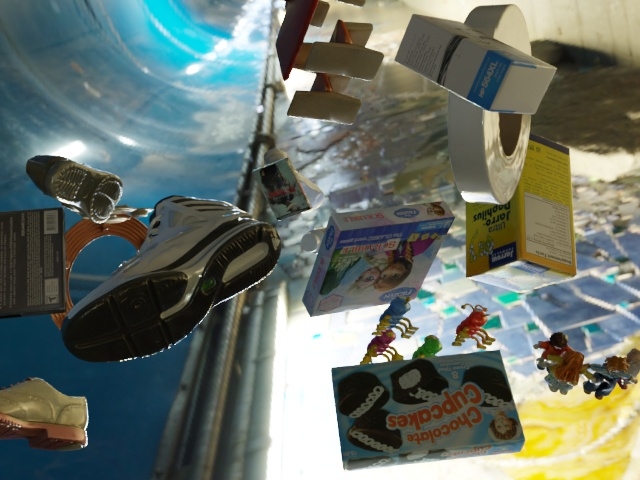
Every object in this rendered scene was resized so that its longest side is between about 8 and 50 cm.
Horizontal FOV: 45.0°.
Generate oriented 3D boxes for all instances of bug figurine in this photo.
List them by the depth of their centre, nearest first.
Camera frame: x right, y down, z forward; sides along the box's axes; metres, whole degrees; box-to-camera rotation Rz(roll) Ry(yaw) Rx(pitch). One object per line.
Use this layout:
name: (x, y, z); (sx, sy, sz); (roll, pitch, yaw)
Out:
bug figurine: (0.199, 0.187, 1.548); (0.216, 0.279, 0.072); (-52, 38, 39)

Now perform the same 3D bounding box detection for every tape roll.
tape roll: (0.339, -0.263, 1.510); (0.392, 0.072, 0.391); (-23, -64, -61)

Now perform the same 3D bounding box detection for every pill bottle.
pill bottle: (0.000, 0.000, 2.052); (0.120, 0.067, 0.067); (-12, -94, -59)

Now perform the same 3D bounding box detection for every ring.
ring: (-0.511, 0.096, 1.881); (0.337, 0.032, 0.336); (-12, -74, -49)

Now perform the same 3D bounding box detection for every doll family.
doll family: (0.601, 0.291, 1.710); (0.163, 0.263, 0.118); (93, -170, -53)

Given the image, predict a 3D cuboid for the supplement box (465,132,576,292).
supplement box: (0.504, -0.072, 1.969); (0.195, 0.194, 0.356); (-28, 52, 55)

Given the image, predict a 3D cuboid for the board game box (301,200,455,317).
board game box: (0.140, 0.049, 1.933); (0.318, 0.319, 0.066); (108, 146, -44)

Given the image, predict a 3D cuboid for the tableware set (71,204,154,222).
tableware set: (-0.458, -0.062, 1.729); (0.169, 0.141, 0.020); (14, -111, -71)

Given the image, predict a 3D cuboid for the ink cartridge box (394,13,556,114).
ink cartridge box: (0.243, -0.281, 1.230); (0.203, 0.148, 0.085); (38, 120, 32)

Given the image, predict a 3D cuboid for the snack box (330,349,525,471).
snack box: (0.189, 0.306, 1.407); (0.060, 0.322, 0.187); (87, 176, -51)

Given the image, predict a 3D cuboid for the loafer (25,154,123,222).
loafer: (-0.425, -0.100, 1.346); (0.094, 0.087, 0.251); (-61, -13, -8)

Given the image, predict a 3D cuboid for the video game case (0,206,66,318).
video game case: (-0.579, 0.043, 1.322); (0.026, 0.274, 0.196); (103, 160, -64)

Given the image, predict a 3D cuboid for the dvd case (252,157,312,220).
dvd case: (-0.079, -0.105, 1.603); (0.119, 0.087, 0.013); (63, -150, -18)

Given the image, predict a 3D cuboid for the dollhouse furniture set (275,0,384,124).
dollhouse furniture set: (-0.013, -0.320, 0.972); (0.259, 0.135, 0.262); (118, 147, -47)

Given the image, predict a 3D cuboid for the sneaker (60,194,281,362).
sneaker: (-0.322, 0.060, 1.524); (0.257, 0.448, 0.169); (33, 143, 46)

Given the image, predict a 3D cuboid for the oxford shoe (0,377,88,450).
oxford shoe: (-0.735, 0.395, 1.842); (0.397, 0.141, 0.146); (32, -135, -43)

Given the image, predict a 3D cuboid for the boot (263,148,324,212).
boot: (-0.071, -0.165, 2.072); (0.123, 0.095, 0.258); (62, -174, 21)
